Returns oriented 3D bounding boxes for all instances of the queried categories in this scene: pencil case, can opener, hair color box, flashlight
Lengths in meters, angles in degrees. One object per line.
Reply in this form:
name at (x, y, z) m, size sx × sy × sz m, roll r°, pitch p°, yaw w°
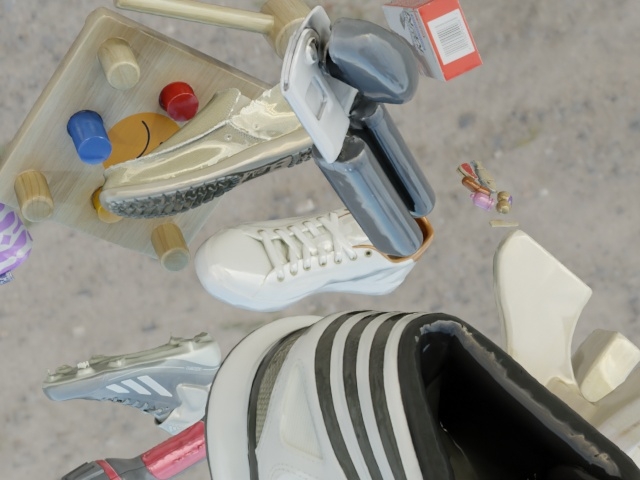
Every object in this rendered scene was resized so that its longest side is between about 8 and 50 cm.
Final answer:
pencil case at (-0.411, -0.049, 1.645) m, size 0.088 × 0.086 × 0.206 m, roll -23°, pitch 116°, yaw 6°
can opener at (0.047, -0.073, 1.089) m, size 0.095 × 0.076 × 0.283 m, roll 9°, pitch 157°, yaw 27°
hair color box at (0.129, -0.244, 1.700) m, size 0.053 × 0.167 × 0.093 m, roll -25°, pitch 104°, yaw -5°
flashlight at (-0.218, 0.307, 2.052) m, size 0.304 × 0.103 × 0.103 m, roll -28°, pitch 119°, yaw -29°

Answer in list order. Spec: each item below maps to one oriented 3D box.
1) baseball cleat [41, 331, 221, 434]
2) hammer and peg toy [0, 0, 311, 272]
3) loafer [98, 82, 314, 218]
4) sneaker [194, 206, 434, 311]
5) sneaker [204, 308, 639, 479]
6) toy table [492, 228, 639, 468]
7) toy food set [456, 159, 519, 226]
baseball cleat at (-0.194, 0.165, 1.546) m, size 0.206 × 0.109 × 0.072 m, roll -13°, pitch -171°, yaw -26°
hammer and peg toy at (-0.177, -0.151, 1.574) m, size 0.266 × 0.127 × 0.361 m, roll 21°, pitch 116°, yaw -34°
loafer at (-0.101, -0.098, 1.436) m, size 0.268 × 0.092 × 0.102 m, roll -20°, pitch 171°, yaw -18°
sneaker at (0.000, 0.000, 1.556) m, size 0.290 × 0.106 × 0.123 m, roll -6°, pitch 151°, yaw -40°
sneaker at (0.069, 0.250, 0.748) m, size 0.169 × 0.447 × 0.257 m, roll -14°, pitch 178°, yaw -26°
toy table at (0.177, 0.131, 0.985) m, size 0.252 × 0.274 × 0.161 m, roll 42°, pitch 86°, yaw -14°
toy food set at (0.228, -0.070, 1.980) m, size 0.078 × 0.122 × 0.019 m, roll -2°, pitch 139°, yaw -41°
